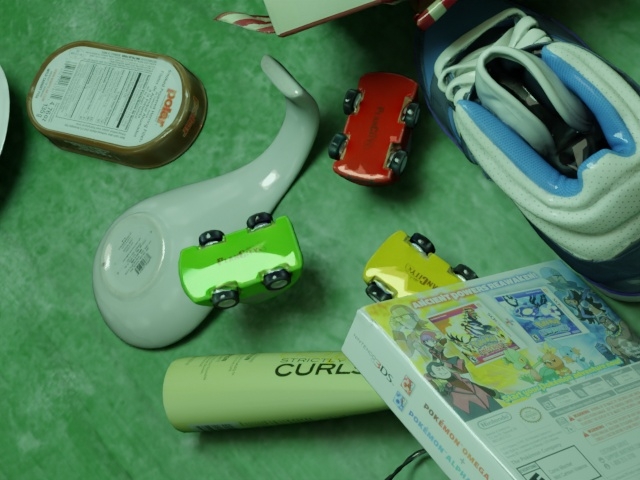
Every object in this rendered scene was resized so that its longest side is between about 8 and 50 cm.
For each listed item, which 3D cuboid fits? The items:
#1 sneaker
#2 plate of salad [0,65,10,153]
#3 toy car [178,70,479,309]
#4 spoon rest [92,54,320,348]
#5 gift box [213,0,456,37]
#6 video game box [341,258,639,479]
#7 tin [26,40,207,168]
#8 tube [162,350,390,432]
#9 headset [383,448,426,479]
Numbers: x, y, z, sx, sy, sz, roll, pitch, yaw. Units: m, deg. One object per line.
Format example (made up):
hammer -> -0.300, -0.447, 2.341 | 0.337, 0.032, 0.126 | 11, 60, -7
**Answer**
sneaker -> 0.143, -0.112, 0.868 | 0.130, 0.236, 0.323 | -36, 59, 7
plate of salad -> -0.360, -0.089, 1.200 | 0.200, 0.048, 0.199 | -17, 63, 35
toy car -> 0.000, 0.000, 0.972 | 0.225, 0.053, 0.239 | -18, 65, 3
spoon rest -> -0.094, -0.025, 1.047 | 0.276, 0.084, 0.137 | -49, 56, 15
gift box -> 0.025, -0.297, 0.959 | 0.276, 0.258, 0.255 | -18, 19, 13
video game box -> 0.146, 0.100, 0.810 | 0.187, 0.205, 0.048 | 51, 132, 31
tin -> -0.193, -0.128, 1.150 | 0.190, 0.040, 0.106 | 14, 80, 29
tube -> -0.004, 0.109, 0.942 | 0.240, 0.062, 0.070 | -7, 52, 25
headset -> 0.073, 0.259, 0.765 | 0.185, 0.243, 0.394 | 2, 46, 10
